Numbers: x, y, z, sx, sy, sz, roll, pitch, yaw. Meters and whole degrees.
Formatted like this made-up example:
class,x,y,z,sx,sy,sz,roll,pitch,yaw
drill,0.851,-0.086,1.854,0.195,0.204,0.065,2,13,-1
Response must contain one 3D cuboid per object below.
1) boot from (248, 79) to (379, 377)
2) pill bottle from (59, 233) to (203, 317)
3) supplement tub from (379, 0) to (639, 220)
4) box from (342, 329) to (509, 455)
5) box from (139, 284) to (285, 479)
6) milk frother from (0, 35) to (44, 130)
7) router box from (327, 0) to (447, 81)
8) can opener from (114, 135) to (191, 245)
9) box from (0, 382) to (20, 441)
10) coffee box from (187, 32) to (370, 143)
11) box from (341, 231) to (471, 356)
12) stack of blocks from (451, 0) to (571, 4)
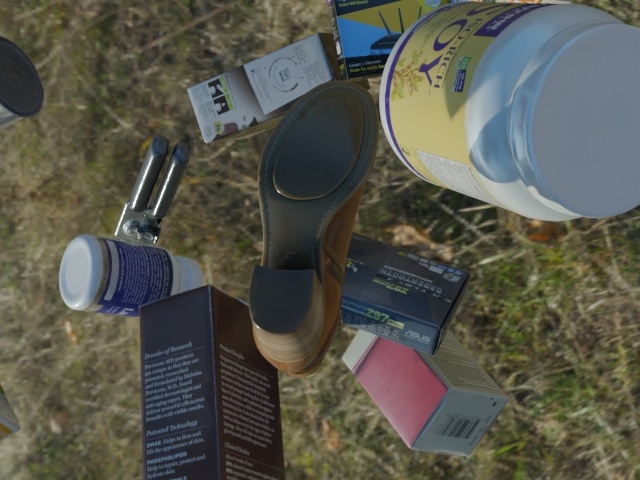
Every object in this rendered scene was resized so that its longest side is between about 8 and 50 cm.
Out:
class,x,y,z,sx,sy,sz,roll,pitch,yaw
boot,0.000,0.000,1.119,0.109,0.220,0.283,6,72,8
pill bottle,-0.382,0.079,2.220,0.153,0.265,0.153,-15,70,48
supplement tub,0.237,-0.156,1.272,0.331,0.241,0.241,-152,64,-64
box,0.168,0.225,1.781,0.127,0.149,0.232,-59,41,18
box,-0.154,0.277,1.565,0.143,0.191,0.381,-15,63,23
milk frother,-0.338,-0.099,1.002,0.135,0.129,0.143,-23,82,24
router box,0.109,-0.320,1.658,0.046,0.179,0.133,176,83,-77
can opener,-0.289,-0.090,1.884,0.283,0.076,0.095,121,160,-46
box,-0.480,0.221,1.284,0.203,0.114,0.103,-31,64,-7
coffee box,-0.078,-0.290,2.085,0.297,0.168,0.119,-19,91,26
box,0.100,0.075,1.691,0.233,0.183,0.059,19,122,14
stack of blocks,0.289,-0.376,1.696,0.297,0.087,0.171,124,150,-70
